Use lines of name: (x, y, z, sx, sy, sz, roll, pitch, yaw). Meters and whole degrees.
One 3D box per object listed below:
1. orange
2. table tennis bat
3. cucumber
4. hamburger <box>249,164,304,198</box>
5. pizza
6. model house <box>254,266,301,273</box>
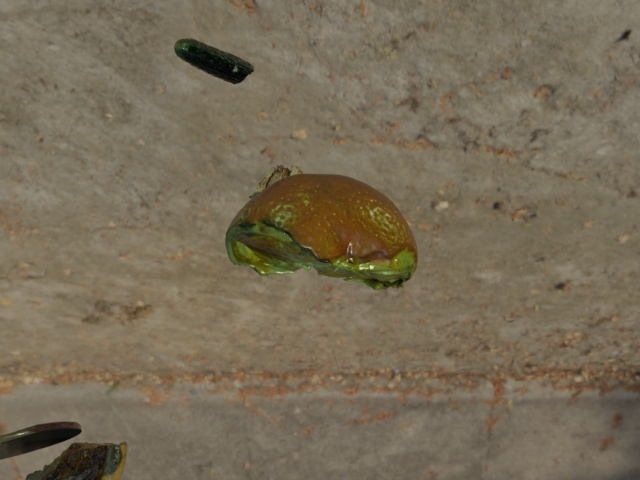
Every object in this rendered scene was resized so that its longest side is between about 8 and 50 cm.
orange: (0.001, -0.009, 1.107, 0.334, 0.196, 0.262, 3, 158, -23)
table tennis bat: (-0.432, 0.274, 0.851, 0.173, 0.022, 0.301, -17, 162, -5)
cucumber: (-0.283, -0.469, 1.664, 0.074, 0.075, 0.241, -26, 156, 36)
hamburger: (-0.130, -0.090, 2.002, 0.155, 0.245, 0.282, 12, 116, 29)
pizza: (-0.436, 0.437, 1.085, 0.271, 0.134, 0.056, -35, -179, -2)
model house: (-0.011, -0.006, 1.624, 0.267, 0.194, 0.325, -13, -167, -34)
